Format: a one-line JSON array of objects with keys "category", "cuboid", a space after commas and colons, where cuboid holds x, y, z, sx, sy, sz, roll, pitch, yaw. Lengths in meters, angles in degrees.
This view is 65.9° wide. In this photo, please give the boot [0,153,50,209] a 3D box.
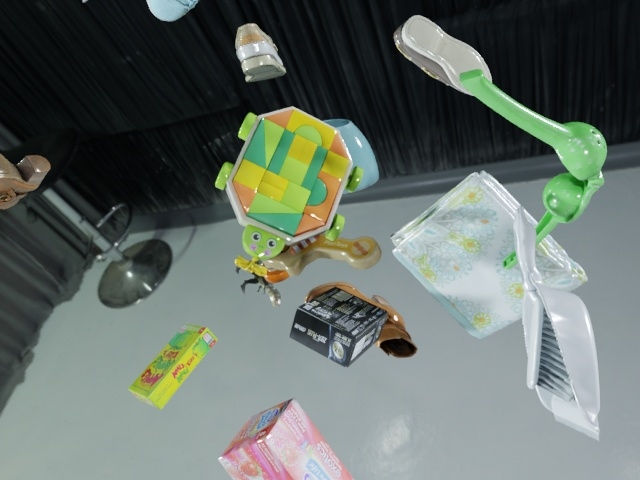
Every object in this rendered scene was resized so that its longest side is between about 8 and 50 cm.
[{"category": "boot", "cuboid": [-0.675, -0.115, 1.010, 0.152, 0.197, 0.073, -34, 76, 25]}]

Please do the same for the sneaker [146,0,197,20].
[{"category": "sneaker", "cuboid": [-0.267, -0.551, 1.013, 0.366, 0.135, 0.150, -28, 61, 48]}]

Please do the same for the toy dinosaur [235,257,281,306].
[{"category": "toy dinosaur", "cuboid": [-0.224, 0.112, 1.679, 0.118, 0.268, 0.064, -22, 7, -18]}]

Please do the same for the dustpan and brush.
[{"category": "dustpan and brush", "cuboid": [0.216, 0.068, 0.478, 0.060, 0.147, 0.211, 4, 78, 12]}]

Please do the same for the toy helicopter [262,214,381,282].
[{"category": "toy helicopter", "cuboid": [0.000, 0.000, 1.251, 0.355, 0.140, 0.235, 10, 51, 35]}]

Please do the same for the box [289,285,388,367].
[{"category": "box", "cuboid": [0.043, 0.185, 1.091, 0.147, 0.077, 0.180, 24, 20, 22]}]

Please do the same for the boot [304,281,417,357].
[{"category": "boot", "cuboid": [0.108, 0.222, 1.318, 0.109, 0.283, 0.220, -62, 27, 18]}]

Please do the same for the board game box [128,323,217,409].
[{"category": "board game box", "cuboid": [-0.312, 0.262, 1.051, 0.092, 0.043, 0.181, -1, 41, 45]}]

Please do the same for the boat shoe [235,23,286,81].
[{"category": "boat shoe", "cuboid": [-0.154, -0.472, 1.258, 0.113, 0.103, 0.302, -14, 11, -2]}]

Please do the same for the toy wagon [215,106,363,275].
[{"category": "toy wagon", "cuboid": [-0.070, -0.095, 0.988, 0.267, 0.068, 0.344, 24, 71, -11]}]

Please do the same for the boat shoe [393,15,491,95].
[{"category": "boat shoe", "cuboid": [0.356, -0.524, 1.437, 0.117, 0.324, 0.097, -63, 19, -2]}]

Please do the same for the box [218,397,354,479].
[{"category": "box", "cuboid": [-0.050, 0.514, 1.052, 0.154, 0.300, 0.142, -32, 5, 29]}]

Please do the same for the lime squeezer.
[{"category": "lime squeezer", "cuboid": [0.226, -0.053, 0.496, 0.110, 0.310, 0.059, -23, 50, 11]}]

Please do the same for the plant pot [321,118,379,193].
[{"category": "plant pot", "cuboid": [0.043, -0.292, 1.645, 0.290, 0.195, 0.290, -7, 26, 3]}]

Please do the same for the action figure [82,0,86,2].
[{"category": "action figure", "cuboid": [-0.327, -0.452, 0.651, 0.185, 0.285, 0.099, -38, 1, 26]}]

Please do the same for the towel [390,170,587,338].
[{"category": "towel", "cuboid": [0.395, 0.047, 1.225, 0.320, 0.374, 0.090, -43, 4, 41]}]
